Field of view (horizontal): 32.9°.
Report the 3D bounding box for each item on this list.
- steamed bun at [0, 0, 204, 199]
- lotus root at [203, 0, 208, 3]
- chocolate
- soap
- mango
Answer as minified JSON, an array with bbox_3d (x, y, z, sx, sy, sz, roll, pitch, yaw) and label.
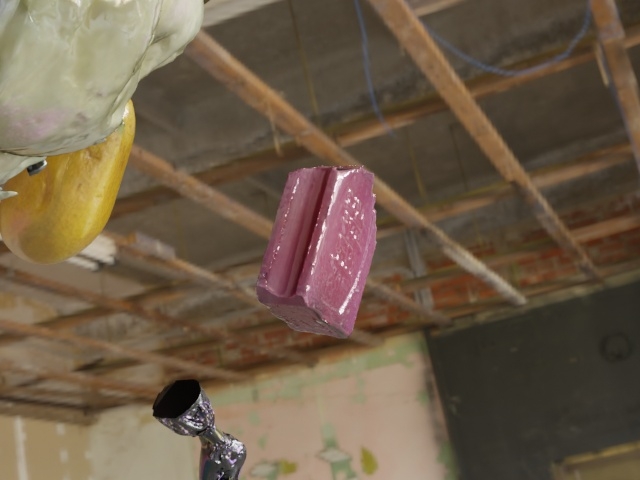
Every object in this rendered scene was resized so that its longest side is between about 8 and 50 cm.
[{"bbox_3d":[-0.227,-0.182,0.663,0.268,0.280,0.207,-29,-9,-9],"label":"steamed bun"},{"bbox_3d":[-0.186,-0.492,1.592,0.346,0.250,0.250,-41,-14,-11],"label":"lotus root"},{"bbox_3d":[-0.128,0.219,1.193,0.072,0.070,0.147,-29,-52,-10],"label":"chocolate"},{"bbox_3d":[0.000,0.000,1.582,0.099,0.249,0.162,3,-21,33],"label":"soap"},{"bbox_3d":[-0.275,-0.071,1.199,0.109,0.147,0.227,25,-69,-36],"label":"mango"}]
